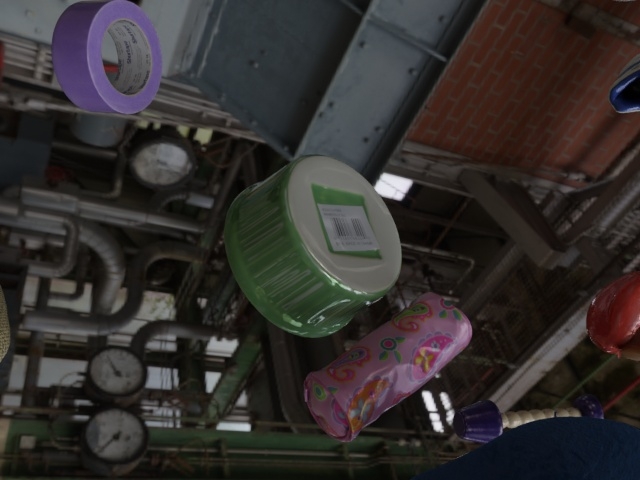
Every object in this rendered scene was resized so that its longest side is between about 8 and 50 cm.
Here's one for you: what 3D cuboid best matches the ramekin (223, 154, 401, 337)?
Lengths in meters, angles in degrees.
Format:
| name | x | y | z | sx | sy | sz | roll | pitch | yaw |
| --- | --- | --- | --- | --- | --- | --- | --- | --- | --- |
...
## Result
| name | x | y | z | sx | sy | sz | roll | pitch | yaw |
| --- | --- | --- | --- | --- | --- | --- | --- | --- | --- |
| ramekin | 0.000 | 0.000 | 1.096 | 0.148 | 0.303 | 0.304 | -33 | -131 | 39 |

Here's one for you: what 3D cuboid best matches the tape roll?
| name | x | y | z | sx | sy | sz | roll | pitch | yaw |
| --- | --- | --- | --- | --- | --- | --- | --- | --- | --- |
| tape roll | -0.364 | -0.316 | 1.101 | 0.080 | 0.189 | 0.189 | 8 | -93 | 23 |

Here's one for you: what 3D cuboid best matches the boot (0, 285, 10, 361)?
| name | x | y | z | sx | sy | sz | roll | pitch | yaw |
| --- | --- | --- | --- | --- | --- | --- | --- | --- | --- |
| boot | -0.319 | -0.016 | 0.389 | 0.262 | 0.203 | 0.095 | 21 | -114 | 33 |

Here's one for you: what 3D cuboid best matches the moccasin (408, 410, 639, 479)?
| name | x | y | z | sx | sy | sz | roll | pitch | yaw |
| --- | --- | --- | --- | --- | --- | --- | --- | --- | --- |
| moccasin | 0.252 | 0.299 | 0.790 | 0.342 | 0.116 | 0.138 | -25 | -128 | 32 |

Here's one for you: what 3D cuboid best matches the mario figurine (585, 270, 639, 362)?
| name | x | y | z | sx | sy | sz | roll | pitch | yaw |
| --- | --- | --- | --- | --- | --- | --- | --- | --- | --- |
| mario figurine | 0.475 | 0.141 | 0.752 | 0.320 | 0.198 | 0.170 | 23 | -65 | 46 |

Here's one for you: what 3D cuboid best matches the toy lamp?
| name | x | y | z | sx | sy | sz | roll | pitch | yaw |
| --- | --- | --- | --- | --- | --- | --- | --- | --- | --- |
| toy lamp | 0.371 | 0.320 | 1.140 | 0.080 | 0.274 | 0.080 | 179 | -90 | -76 |

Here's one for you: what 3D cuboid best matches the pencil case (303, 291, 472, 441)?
| name | x | y | z | sx | sy | sz | roll | pitch | yaw |
| --- | --- | --- | --- | --- | --- | --- | --- | --- | --- |
| pencil case | 0.107 | 0.188 | 0.992 | 0.124 | 0.284 | 0.124 | 38 | -36 | 33 |

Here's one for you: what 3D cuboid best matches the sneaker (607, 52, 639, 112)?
| name | x | y | z | sx | sy | sz | roll | pitch | yaw |
| --- | --- | --- | --- | --- | --- | --- | --- | --- | --- |
| sneaker | 0.573 | -0.238 | 0.926 | 0.296 | 0.131 | 0.112 | -6 | -64 | 55 |
